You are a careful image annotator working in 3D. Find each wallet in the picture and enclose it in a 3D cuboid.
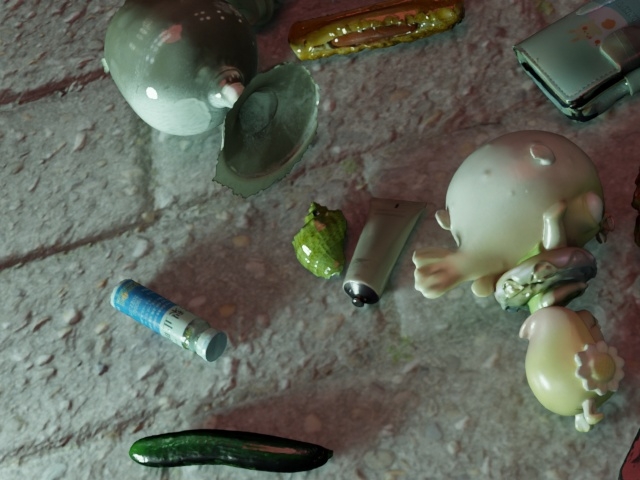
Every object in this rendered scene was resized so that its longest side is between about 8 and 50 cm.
[{"bbox_3d":[0.427,-0.290,1.782,0.250,0.075,0.176,-31,51,-1],"label":"wallet"}]

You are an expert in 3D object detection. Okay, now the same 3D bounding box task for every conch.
[{"bbox_3d":[0.000,0.000,1.755,0.089,0.074,0.121,-29,67,37],"label":"conch"}]

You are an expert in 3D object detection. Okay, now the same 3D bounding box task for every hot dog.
[{"bbox_3d":[0.088,-0.337,1.929,0.289,0.068,0.083,-10,33,17],"label":"hot dog"}]

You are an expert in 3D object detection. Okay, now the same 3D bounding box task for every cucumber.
[{"bbox_3d":[-0.123,0.278,1.617,0.284,0.056,0.056,-2,59,16],"label":"cucumber"}]

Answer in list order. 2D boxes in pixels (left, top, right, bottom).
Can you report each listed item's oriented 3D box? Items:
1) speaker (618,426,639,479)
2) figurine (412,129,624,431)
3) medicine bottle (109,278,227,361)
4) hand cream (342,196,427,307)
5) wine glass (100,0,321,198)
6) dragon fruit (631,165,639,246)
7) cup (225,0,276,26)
[{"bbox_3d":[0.494,0.231,1.366,0.232,0.184,0.254,21,69,28],"label":"speaker"},{"bbox_3d":[0.262,0.058,1.558,0.274,0.226,0.394,-14,68,-6],"label":"figurine"},{"bbox_3d":[-0.218,0.113,1.753,0.191,0.051,0.051,25,69,31],"label":"medicine bottle"},{"bbox_3d":[0.082,0.014,1.721,0.087,0.054,0.186,7,55,27],"label":"hand cream"},{"bbox_3d":[-0.174,-0.245,1.862,0.238,0.238,0.323,-44,54,-11],"label":"wine glass"},{"bbox_3d":[0.462,-0.024,1.565,0.135,0.137,0.236,13,64,11],"label":"dragon fruit"},{"bbox_3d":[-0.100,-0.433,2.029,0.120,0.120,0.141,24,56,29],"label":"cup"}]
